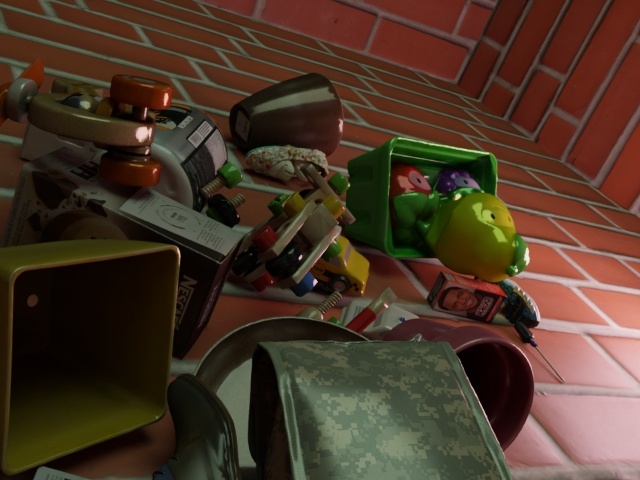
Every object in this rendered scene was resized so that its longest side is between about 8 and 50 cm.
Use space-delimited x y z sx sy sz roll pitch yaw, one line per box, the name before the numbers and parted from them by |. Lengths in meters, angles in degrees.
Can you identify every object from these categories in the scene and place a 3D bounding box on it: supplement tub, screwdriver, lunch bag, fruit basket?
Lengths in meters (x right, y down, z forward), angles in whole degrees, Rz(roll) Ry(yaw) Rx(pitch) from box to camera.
supplement tub | -0.274 -0.128 1.398 0.194 0.193 0.316 23 22 -4
screwdriver | 0.436 0.218 1.571 0.024 0.025 0.170 9 27 -32
lunch bag | 0.055 0.233 0.842 0.235 0.169 0.287 2 51 -18
fruit basket | 0.277 -0.062 1.677 0.392 0.282 0.392 3 1 0

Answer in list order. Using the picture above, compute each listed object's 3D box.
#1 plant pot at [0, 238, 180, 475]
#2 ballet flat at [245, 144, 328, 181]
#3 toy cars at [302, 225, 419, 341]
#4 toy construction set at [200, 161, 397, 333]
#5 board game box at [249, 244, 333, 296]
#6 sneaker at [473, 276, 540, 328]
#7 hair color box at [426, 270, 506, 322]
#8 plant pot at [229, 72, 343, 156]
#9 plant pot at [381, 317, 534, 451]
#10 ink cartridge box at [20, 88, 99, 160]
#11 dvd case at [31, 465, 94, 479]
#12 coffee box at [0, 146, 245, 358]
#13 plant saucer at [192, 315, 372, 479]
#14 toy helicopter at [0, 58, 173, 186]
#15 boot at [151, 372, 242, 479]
plant pot | -0.304 0.098 0.880 0.187 0.212 0.212 15 14 35
ballet flat | -0.066 -0.176 1.855 0.241 0.091 0.077 -5 59 -44
toy cars | 0.067 0.084 1.367 0.177 0.087 0.393 -8 45 -41
toy construction set | 0.000 0.000 1.262 0.237 0.257 0.309 -39 77 -18
board game box | -0.030 0.034 1.503 0.186 0.026 0.126 30 23 11
sneaker | 0.417 0.122 1.706 0.083 0.071 0.190 15 25 -36
hair color box | 0.293 0.114 1.592 0.141 0.072 0.043 14 25 -21
plant pot | -0.098 -0.294 1.951 0.230 0.215 0.215 -14 42 -35
plant pot | 0.176 0.203 1.157 0.201 0.201 0.180 12 11 -27
ink cartridge box | -0.458 -0.207 1.511 0.160 0.092 0.219 19 24 -12
dvd case | -0.178 0.315 0.752 0.239 0.029 0.179 19 24 -11
coffee box | -0.280 0.014 1.119 0.297 0.168 0.119 25 23 3
plant saucer | -0.014 0.228 0.977 0.311 0.050 0.310 11 45 -11
toy helicopter | -0.363 -0.193 1.162 0.235 0.140 0.355 5 16 -23
boot | -0.142 0.228 0.817 0.106 0.082 0.219 2 41 -38
